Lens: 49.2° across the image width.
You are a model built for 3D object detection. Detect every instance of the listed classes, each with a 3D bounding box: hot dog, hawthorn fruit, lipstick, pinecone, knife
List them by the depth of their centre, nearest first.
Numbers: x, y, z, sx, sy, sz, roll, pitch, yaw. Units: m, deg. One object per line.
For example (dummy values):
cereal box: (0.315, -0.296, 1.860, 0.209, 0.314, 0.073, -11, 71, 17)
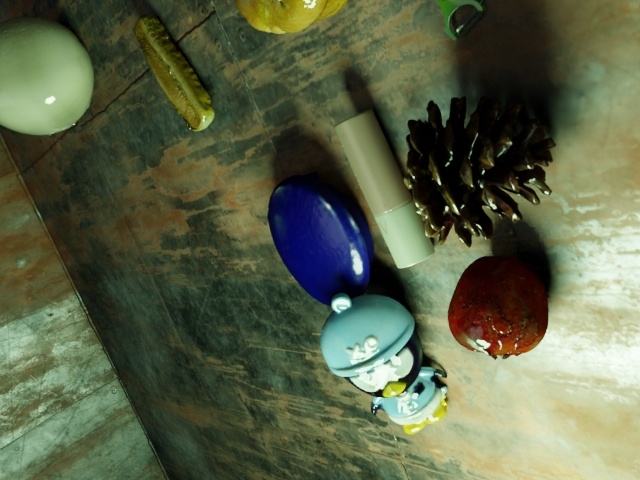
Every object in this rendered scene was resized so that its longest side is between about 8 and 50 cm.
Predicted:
pinecone: (0.201, -0.091, 0.895, 0.208, 0.208, 0.207, 34, 139, 36)
knife: (0.150, -0.346, 0.914, 0.166, 0.023, 0.078, 57, 143, 5)
hawthorn fruit: (0.257, 0.085, 1.006, 0.148, 0.148, 0.172, 1, 88, 54)
lipstick: (0.104, -0.083, 1.134, 0.070, 0.070, 0.254, -16, 100, 57)
hot dog: (-0.314, -0.364, 1.513, 0.083, 0.068, 0.289, -39, 76, 34)

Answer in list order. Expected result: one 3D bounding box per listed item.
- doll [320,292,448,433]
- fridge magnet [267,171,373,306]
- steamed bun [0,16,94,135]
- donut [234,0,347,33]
doll: (0.113, 0.214, 1.256, 0.314, 0.177, 0.141, 53, -165, -19)
fridge magnet: (0.000, 0.000, 1.305, 0.265, 0.113, 0.265, 35, 140, 36)
steamed bun: (-0.767, -0.443, 1.847, 0.324, 0.324, 0.206, 53, 171, 13)
donut: (-0.066, -0.465, 1.004, 0.299, 0.150, 0.317, 27, 135, 43)
